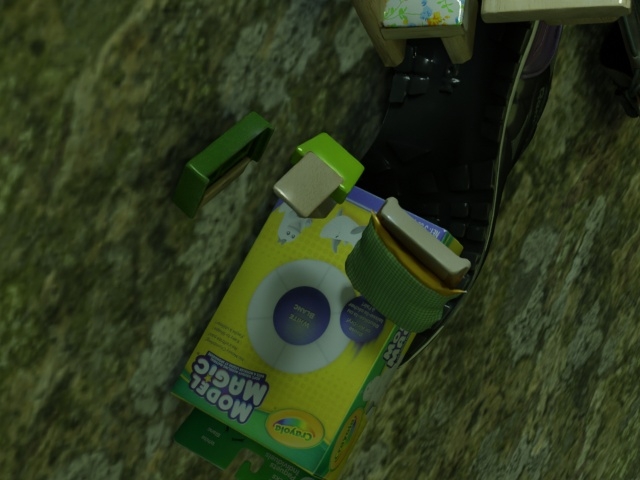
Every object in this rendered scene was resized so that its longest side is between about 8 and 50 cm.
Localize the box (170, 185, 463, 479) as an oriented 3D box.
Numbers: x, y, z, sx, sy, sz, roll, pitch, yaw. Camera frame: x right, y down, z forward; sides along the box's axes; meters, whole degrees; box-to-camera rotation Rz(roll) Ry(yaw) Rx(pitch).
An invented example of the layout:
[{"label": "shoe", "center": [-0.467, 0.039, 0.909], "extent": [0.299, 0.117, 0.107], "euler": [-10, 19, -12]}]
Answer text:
[{"label": "box", "center": [-0.008, 0.055, 0.970], "extent": [0.179, 0.105, 0.043], "euler": [-62, 156, -4]}]

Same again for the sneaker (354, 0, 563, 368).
[{"label": "sneaker", "center": [0.089, -0.048, 1.050], "extent": [0.124, 0.107, 0.283], "euler": [4, 109, -64]}]

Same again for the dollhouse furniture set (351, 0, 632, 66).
[{"label": "dollhouse furniture set", "center": [0.126, -0.229, 0.873], "extent": [0.161, 0.212, 0.242], "euler": [56, 38, -58]}]

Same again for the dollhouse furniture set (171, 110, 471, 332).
[{"label": "dollhouse furniture set", "center": [0.000, 0.000, 0.894], "extent": [0.058, 0.152, 0.076], "euler": [-44, 172, -34]}]

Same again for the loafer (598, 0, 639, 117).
[{"label": "loafer", "center": [0.231, -0.157, 1.224], "extent": [0.267, 0.084, 0.096], "euler": [78, 5, -48]}]
